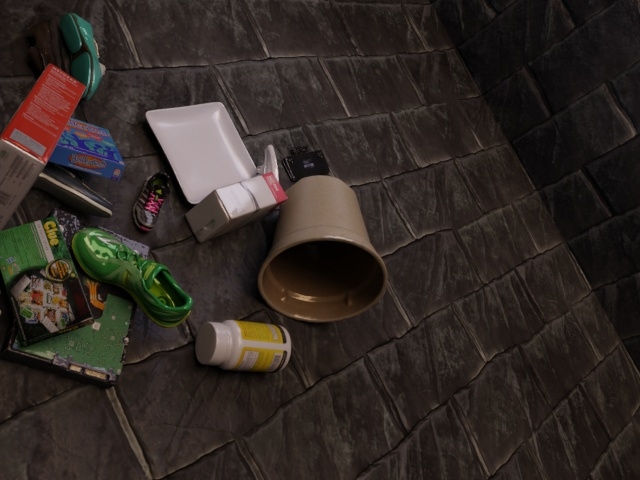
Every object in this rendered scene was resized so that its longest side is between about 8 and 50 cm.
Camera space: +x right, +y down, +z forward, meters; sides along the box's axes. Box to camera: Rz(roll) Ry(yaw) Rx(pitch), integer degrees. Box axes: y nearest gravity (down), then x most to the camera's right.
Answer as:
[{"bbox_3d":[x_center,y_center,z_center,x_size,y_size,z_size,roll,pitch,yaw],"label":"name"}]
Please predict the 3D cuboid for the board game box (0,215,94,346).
[{"bbox_3d":[-0.556,0.075,1.357,0.136,0.030,0.260,-19,63,-20],"label":"board game box"}]

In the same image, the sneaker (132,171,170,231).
[{"bbox_3d":[-0.409,-0.103,1.672,0.063,0.075,0.170,29,49,-27],"label":"sneaker"}]

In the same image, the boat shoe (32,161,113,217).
[{"bbox_3d":[-0.577,-0.134,1.529,0.254,0.095,0.079,27,60,-17],"label":"boat shoe"}]

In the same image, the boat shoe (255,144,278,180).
[{"bbox_3d":[-0.150,-0.184,1.912,0.063,0.066,0.184,-5,73,-4],"label":"boat shoe"}]

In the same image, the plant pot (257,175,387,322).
[{"bbox_3d":[0.000,0.000,1.841,0.333,0.334,0.305,28,39,-28],"label":"plant pot"}]

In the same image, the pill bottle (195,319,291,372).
[{"bbox_3d":[-0.185,0.253,1.631,0.208,0.119,0.119,13,58,-38],"label":"pill bottle"}]

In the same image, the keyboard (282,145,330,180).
[{"bbox_3d":[-0.049,-0.247,2.135,0.180,0.023,0.108,-20,86,-48],"label":"keyboard"}]

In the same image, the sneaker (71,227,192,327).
[{"bbox_3d":[-0.390,0.065,1.459,0.295,0.123,0.109,40,45,-17],"label":"sneaker"}]

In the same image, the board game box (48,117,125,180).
[{"bbox_3d":[-0.549,-0.220,1.557,0.160,0.047,0.210,16,21,-36],"label":"board game box"}]

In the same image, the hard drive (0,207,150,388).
[{"bbox_3d":[-0.510,0.122,1.451,0.237,0.064,0.339,25,50,-30],"label":"hard drive"}]

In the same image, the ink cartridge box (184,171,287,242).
[{"bbox_3d":[-0.220,-0.087,1.775,0.218,0.158,0.092,-27,86,-48],"label":"ink cartridge box"}]

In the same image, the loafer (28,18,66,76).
[{"bbox_3d":[-0.664,-0.432,1.652,0.078,0.080,0.220,-9,70,-11],"label":"loafer"}]

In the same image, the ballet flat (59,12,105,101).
[{"bbox_3d":[-0.589,-0.461,1.726,0.087,0.083,0.247,4,64,-57],"label":"ballet flat"}]

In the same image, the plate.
[{"bbox_3d":[-0.319,-0.239,1.861,0.278,0.045,0.277,-21,82,-48],"label":"plate"}]

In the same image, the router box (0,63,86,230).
[{"bbox_3d":[-0.588,-0.128,1.278,0.082,0.335,0.301,33,28,-25],"label":"router box"}]
